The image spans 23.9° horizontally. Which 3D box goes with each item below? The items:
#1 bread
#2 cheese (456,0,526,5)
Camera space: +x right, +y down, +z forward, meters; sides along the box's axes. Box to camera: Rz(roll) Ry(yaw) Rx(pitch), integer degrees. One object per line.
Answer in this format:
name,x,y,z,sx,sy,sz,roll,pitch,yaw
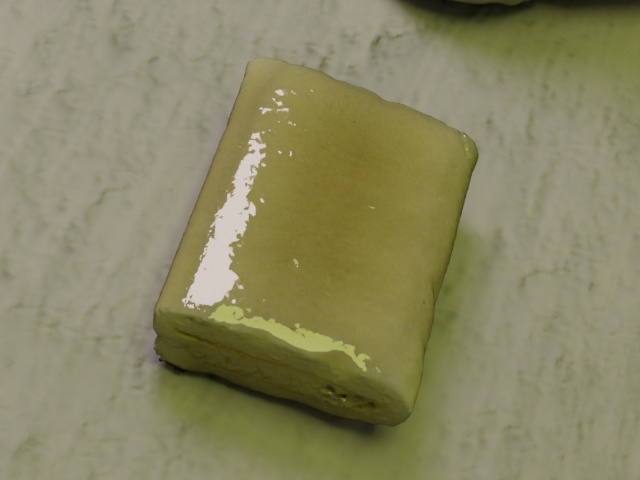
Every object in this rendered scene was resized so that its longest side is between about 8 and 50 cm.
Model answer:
bread,-0.001,0.000,0.773,0.139,0.060,0.178,22,52,-3
cheese,0.159,-0.243,0.956,0.248,0.251,0.173,26,25,-48
